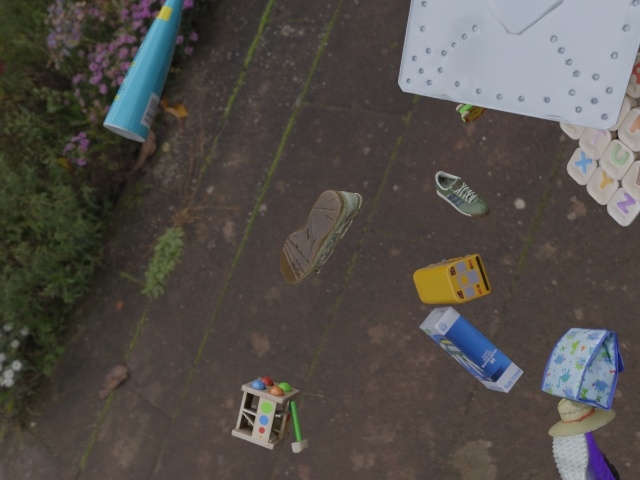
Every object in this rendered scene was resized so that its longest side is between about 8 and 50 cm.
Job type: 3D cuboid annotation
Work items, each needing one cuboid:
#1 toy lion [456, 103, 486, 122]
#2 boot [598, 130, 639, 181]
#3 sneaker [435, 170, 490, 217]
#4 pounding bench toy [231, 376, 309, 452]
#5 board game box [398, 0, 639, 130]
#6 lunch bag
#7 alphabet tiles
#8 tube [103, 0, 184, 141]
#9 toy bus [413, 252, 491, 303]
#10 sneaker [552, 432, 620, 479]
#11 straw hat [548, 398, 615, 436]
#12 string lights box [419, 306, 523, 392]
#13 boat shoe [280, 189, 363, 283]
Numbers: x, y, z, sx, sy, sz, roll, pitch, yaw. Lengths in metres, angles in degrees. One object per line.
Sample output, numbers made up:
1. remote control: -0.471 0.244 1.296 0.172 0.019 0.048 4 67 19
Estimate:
1. toy lion: 0.392 -0.336 1.577 0.100 0.096 0.034 -46 64 31
2. boot: 0.753 -0.232 1.443 0.258 0.123 0.095 -27 33 24
3. sneaker: 0.400 -0.137 1.809 0.064 0.086 0.192 -42 49 -11
4. pounding bench toy: -0.047 0.196 0.714 0.083 0.052 0.065 14 93 19
5. board game box: 0.344 -0.414 1.049 0.390 0.050 0.389 19 113 28
6. lunch bag: 0.530 0.251 1.266 0.129 0.096 0.151 163 125 -73
7. alphabet tiles: 0.536 -0.167 1.095 0.021 0.277 0.284 -18 56 -22
8. tube: -0.203 -0.225 0.771 0.080 0.052 0.206 1 70 67
9. toy bus: 0.354 0.111 1.727 0.130 0.333 0.108 -19 87 -11
10. sneaker: 0.701 0.589 1.627 0.102 0.146 0.293 -13 88 59
11. straw hat: 0.544 0.362 1.341 0.145 0.144 0.061 -26 84 25
12. string lights box: 0.404 0.291 1.696 0.260 0.133 0.076 42 78 -1
13. boat shoe: 0.000 0.000 1.435 0.285 0.089 0.104 -51 56 39
